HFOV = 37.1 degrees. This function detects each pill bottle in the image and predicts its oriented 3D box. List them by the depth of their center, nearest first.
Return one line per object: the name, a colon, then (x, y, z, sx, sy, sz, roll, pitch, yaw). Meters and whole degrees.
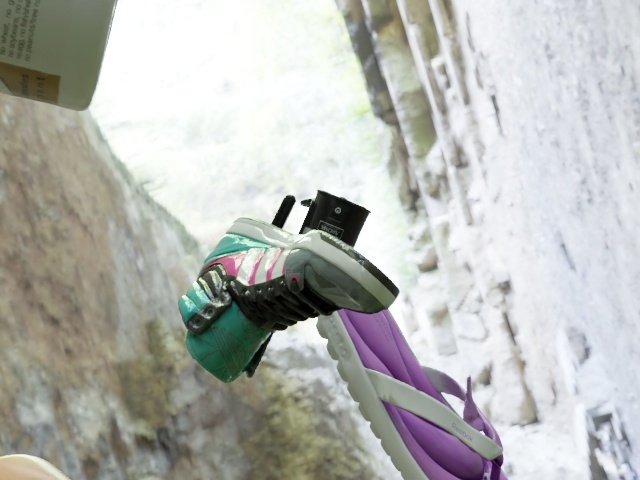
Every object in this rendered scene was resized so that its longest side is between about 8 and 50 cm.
pill bottle: (-0.250, -0.174, 0.624, 0.131, 0.229, 0.131, -167, 90, -76)

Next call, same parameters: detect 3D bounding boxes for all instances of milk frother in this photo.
milk frother: (0.000, 0.000, 1.365, 0.135, 0.129, 0.143, -67, -22, 1)

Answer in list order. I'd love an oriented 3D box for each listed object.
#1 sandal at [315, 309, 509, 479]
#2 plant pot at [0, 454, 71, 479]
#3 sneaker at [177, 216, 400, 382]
sandal: (0.129, 0.189, 1.135, 0.416, 0.102, 0.169, 52, -150, 14)
plant pot: (-0.240, 0.348, 0.762, 0.203, 0.291, 0.291, 26, 163, 23)
sneaker: (-0.057, 0.076, 1.034, 0.124, 0.178, 0.295, 44, 162, -31)
